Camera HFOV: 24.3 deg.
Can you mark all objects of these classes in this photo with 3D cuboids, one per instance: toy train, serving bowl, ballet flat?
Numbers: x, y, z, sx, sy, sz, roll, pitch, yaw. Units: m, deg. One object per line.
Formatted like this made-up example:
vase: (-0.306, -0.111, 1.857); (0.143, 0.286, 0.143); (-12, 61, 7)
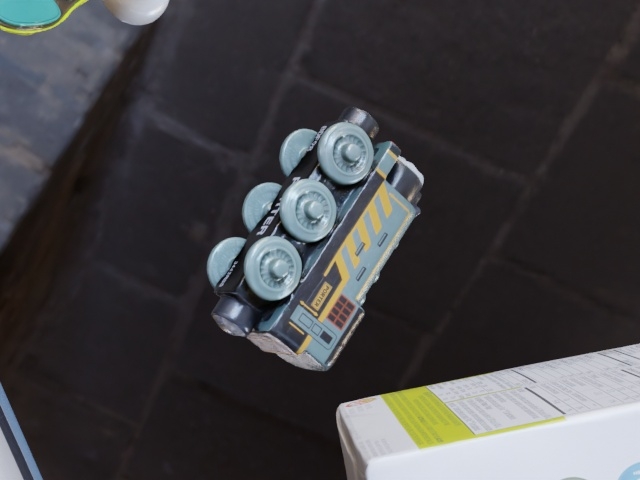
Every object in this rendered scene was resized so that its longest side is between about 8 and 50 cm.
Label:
toy train: (0.000, 0.000, 1.839); (0.190, 0.334, 0.142); (42, 158, -24)
serving bowl: (-0.205, -0.286, 1.673); (0.083, 0.083, 0.027); (39, 157, -17)
ballet flat: (-0.362, -0.306, 1.933); (0.077, 0.231, 0.077); (50, 131, -3)

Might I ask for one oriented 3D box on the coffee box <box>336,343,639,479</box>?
coffee box: (0.215, 0.292, 1.285); (0.334, 0.338, 0.338); (-11, 91, -3)

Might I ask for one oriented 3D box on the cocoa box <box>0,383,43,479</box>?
cocoa box: (-0.197, 0.127, 0.473); (0.231, 0.228, 0.347); (-23, 97, -10)
